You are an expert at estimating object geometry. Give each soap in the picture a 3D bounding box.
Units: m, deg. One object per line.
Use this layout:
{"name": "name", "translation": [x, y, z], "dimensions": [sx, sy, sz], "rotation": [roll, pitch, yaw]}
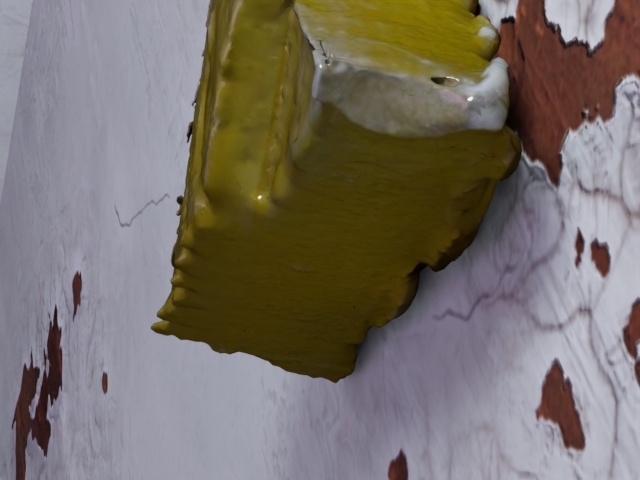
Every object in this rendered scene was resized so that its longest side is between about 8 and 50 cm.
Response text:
{"name": "soap", "translation": [0.000, 0.000, 1.112], "dimensions": [0.304, 0.169, 0.338], "rotation": [-100, 19, -62]}
